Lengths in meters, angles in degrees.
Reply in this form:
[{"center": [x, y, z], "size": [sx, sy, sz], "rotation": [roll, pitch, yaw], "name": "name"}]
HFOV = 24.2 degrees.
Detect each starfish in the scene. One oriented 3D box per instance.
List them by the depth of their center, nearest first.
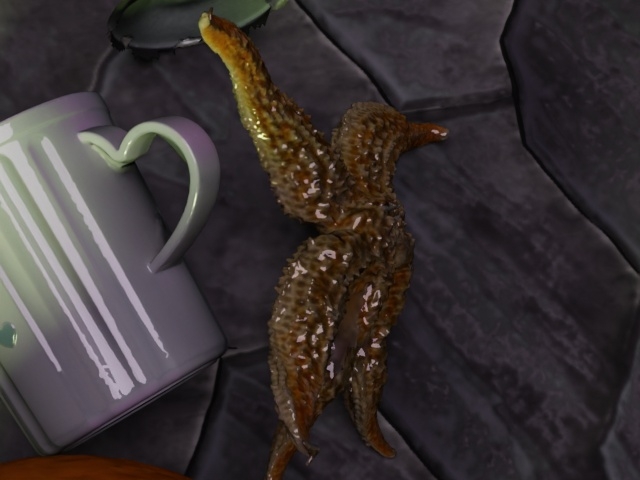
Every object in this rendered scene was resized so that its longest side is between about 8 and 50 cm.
[{"center": [0.006, 0.026, 0.995], "size": [0.084, 0.301, 0.293], "rotation": [0, 79, 26], "name": "starfish"}]

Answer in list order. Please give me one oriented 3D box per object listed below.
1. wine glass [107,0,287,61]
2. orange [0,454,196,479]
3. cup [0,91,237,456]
[{"center": [-0.125, -0.302, 1.099], "size": [0.143, 0.143, 0.321], "rotation": [-15, 78, -11], "name": "wine glass"}, {"center": [-0.122, 0.327, 0.825], "size": [0.326, 0.424, 0.424], "rotation": [7, 76, -28], "name": "orange"}, {"center": [-0.161, 0.018, 0.984], "size": [0.167, 0.221, 0.202], "rotation": [-29, 87, -30], "name": "cup"}]
